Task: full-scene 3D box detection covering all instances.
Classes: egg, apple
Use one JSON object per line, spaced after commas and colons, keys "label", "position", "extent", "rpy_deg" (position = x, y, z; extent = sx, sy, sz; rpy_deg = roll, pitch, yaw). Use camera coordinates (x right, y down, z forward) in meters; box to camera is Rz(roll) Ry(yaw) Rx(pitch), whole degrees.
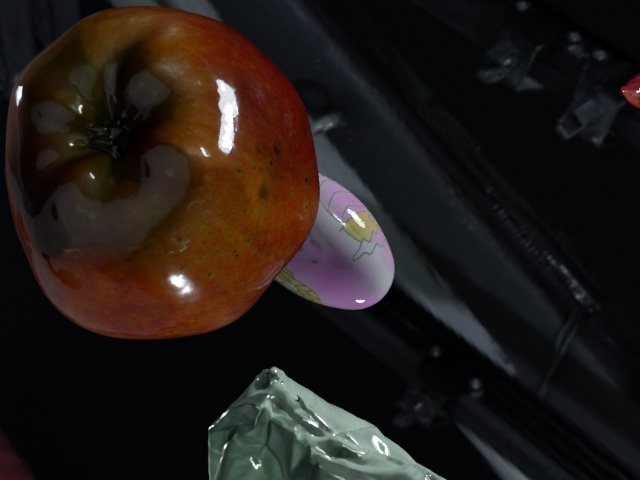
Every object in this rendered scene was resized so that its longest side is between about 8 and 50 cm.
{"label": "egg", "position": [0.000, 0.000, 1.809], "extent": [0.271, 0.196, 0.196], "rpy_deg": [30, -49, 9]}
{"label": "apple", "position": [-0.108, -0.048, 0.741], "extent": [0.234, 0.234, 0.234], "rpy_deg": [21, -56, 34]}

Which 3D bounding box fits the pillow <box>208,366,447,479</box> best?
{"label": "pillow", "position": [0.037, 0.243, 0.589], "extent": [0.283, 0.138, 0.310], "rpy_deg": [32, -47, 11]}

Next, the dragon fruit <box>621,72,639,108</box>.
{"label": "dragon fruit", "position": [0.503, -0.219, 1.269], "extent": [0.134, 0.262, 0.211], "rpy_deg": [46, -11, -16]}
